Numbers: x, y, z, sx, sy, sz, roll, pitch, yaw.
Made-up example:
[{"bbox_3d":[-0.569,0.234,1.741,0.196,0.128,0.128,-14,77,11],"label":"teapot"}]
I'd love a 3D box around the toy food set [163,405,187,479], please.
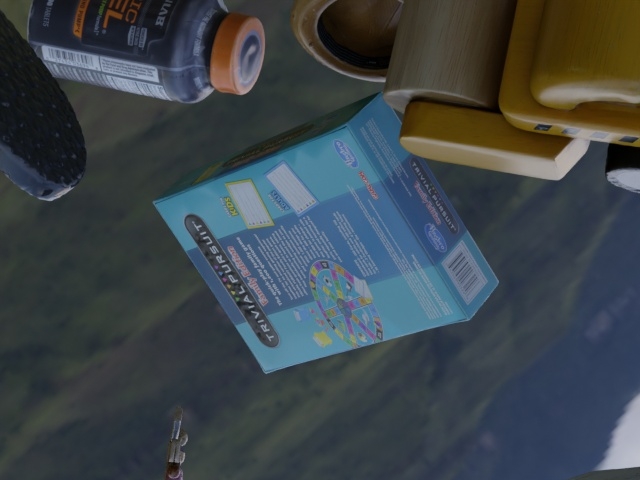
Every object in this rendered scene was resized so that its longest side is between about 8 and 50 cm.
[{"bbox_3d":[-0.156,0.234,1.795,0.122,0.019,0.078,111,-15,-66],"label":"toy food set"}]

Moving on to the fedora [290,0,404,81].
[{"bbox_3d":[0.061,-0.256,1.824,0.194,0.194,0.079,-38,-148,53],"label":"fedora"}]

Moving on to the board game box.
[{"bbox_3d":[0.000,0.000,1.864,0.336,0.254,0.079,-18,-161,45],"label":"board game box"}]

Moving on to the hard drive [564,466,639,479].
[{"bbox_3d":[0.364,0.265,1.702,0.233,0.047,0.353,-7,174,-44],"label":"hard drive"}]

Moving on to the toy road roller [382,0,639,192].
[{"bbox_3d":[0.211,-0.175,1.419,0.240,0.329,0.202,41,60,-71],"label":"toy road roller"}]

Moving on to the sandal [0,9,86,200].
[{"bbox_3d":[-0.377,-0.195,1.481,0.107,0.446,0.167,-45,174,23],"label":"sandal"}]

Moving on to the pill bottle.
[{"bbox_3d":[-0.188,-0.224,1.819,0.130,0.246,0.130,13,90,-72],"label":"pill bottle"}]
